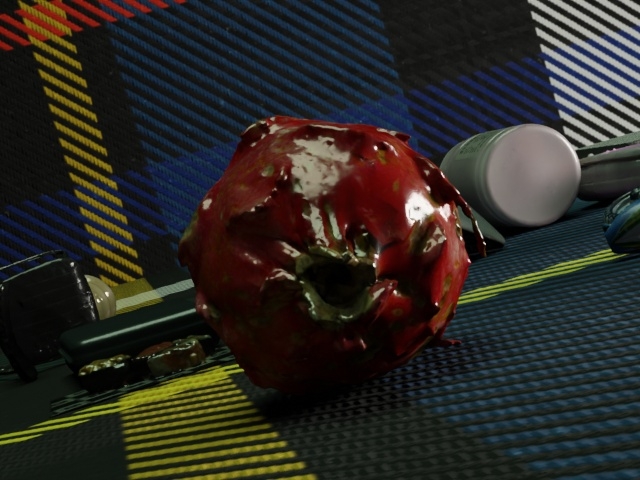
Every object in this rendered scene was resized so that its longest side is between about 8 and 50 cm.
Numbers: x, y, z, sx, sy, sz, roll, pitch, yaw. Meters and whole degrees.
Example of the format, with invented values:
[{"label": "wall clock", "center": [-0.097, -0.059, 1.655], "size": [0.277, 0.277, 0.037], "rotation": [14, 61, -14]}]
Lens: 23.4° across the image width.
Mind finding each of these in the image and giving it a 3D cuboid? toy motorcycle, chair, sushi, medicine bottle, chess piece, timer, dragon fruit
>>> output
[{"label": "toy motorcycle", "center": [0.368, -0.057, 1.372], "size": [0.254, 0.092, 0.135], "rotation": [-25, 11, 7]}, {"label": "chair", "center": [-0.350, 0.094, 1.934], "size": [0.145, 0.140, 0.221], "rotation": [-18, 5, -19]}, {"label": "sushi", "center": [-0.175, 0.120, 1.500], "size": [0.201, 0.031, 0.139], "rotation": [-17, 4, -13]}, {"label": "medicine bottle", "center": [0.240, -0.080, 2.022], "size": [0.133, 0.133, 0.249], "rotation": [-17, 2, -10]}, {"label": "chess piece", "center": [-0.357, 0.112, 2.185], "size": [0.094, 0.094, 0.170], "rotation": [-15, 10, 13]}, {"label": "timer", "center": [0.432, -0.099, 1.964], "size": [0.191, 0.069, 0.208], "rotation": [-15, 1, -24]}, {"label": "dragon fruit", "center": [0.004, 0.011, 1.077], "size": [0.205, 0.210, 0.268], "rotation": [-33, 8, 5]}]

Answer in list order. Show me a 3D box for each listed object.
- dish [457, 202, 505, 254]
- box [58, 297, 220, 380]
[{"label": "dish", "center": [0.072, -0.043, 1.772], "size": [0.243, 0.080, 0.182], "rotation": [19, -22, -40]}, {"label": "box", "center": [-0.203, 0.108, 1.690], "size": [0.160, 0.050, 0.230], "rotation": [-16, 3, -13]}]
